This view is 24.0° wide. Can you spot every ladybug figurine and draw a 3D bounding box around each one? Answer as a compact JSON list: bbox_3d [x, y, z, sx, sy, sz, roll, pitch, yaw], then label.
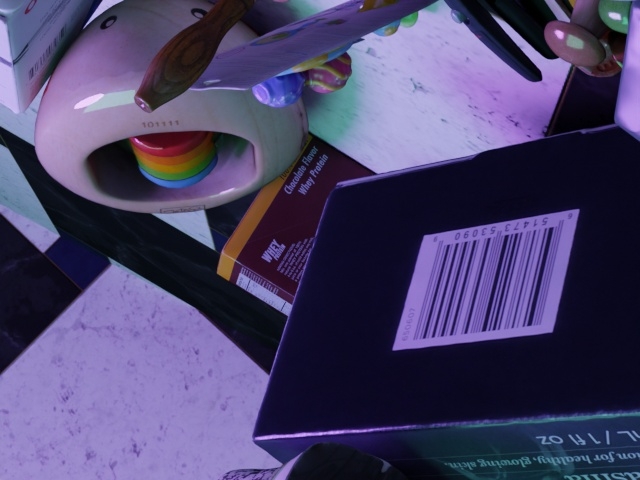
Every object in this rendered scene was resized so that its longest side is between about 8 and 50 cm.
[{"bbox_3d":[-0.170,-0.151,1.700,0.305,0.162,0.449,-6,165,-6],"label":"ladybug figurine"}]

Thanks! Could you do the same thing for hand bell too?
[{"bbox_3d":[-0.073,-0.197,1.269,0.126,0.242,0.126,35,161,14],"label":"hand bell"}]

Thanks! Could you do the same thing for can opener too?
[{"bbox_3d":[0.143,-0.188,1.245,0.186,0.059,0.073,45,-176,-47],"label":"can opener"}]

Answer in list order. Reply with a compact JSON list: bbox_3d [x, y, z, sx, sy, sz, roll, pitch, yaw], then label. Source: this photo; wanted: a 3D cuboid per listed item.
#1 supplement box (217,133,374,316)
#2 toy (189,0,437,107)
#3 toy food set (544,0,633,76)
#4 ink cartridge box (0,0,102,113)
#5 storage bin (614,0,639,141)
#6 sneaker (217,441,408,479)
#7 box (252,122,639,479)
[{"bbox_3d":[0.000,0.000,1.910,0.194,0.191,0.129,31,166,0],"label":"supplement box"},{"bbox_3d":[-0.006,-0.159,1.317,0.137,0.237,0.056,9,124,52],"label":"toy"},{"bbox_3d":[0.236,-0.152,1.153,0.218,0.071,0.128,20,162,39],"label":"toy food set"},{"bbox_3d":[-0.295,-0.286,1.505,0.129,0.223,0.307,33,166,-2],"label":"ink cartridge box"},{"bbox_3d":[0.254,-0.110,1.036,0.091,0.098,0.135,37,141,37],"label":"storage bin"},{"bbox_3d":[0.061,0.296,1.330,0.182,0.158,0.410,6,147,52],"label":"sneaker"},{"bbox_3d":[0.286,0.154,1.368,0.480,0.297,0.472,-11,141,41],"label":"box"}]
